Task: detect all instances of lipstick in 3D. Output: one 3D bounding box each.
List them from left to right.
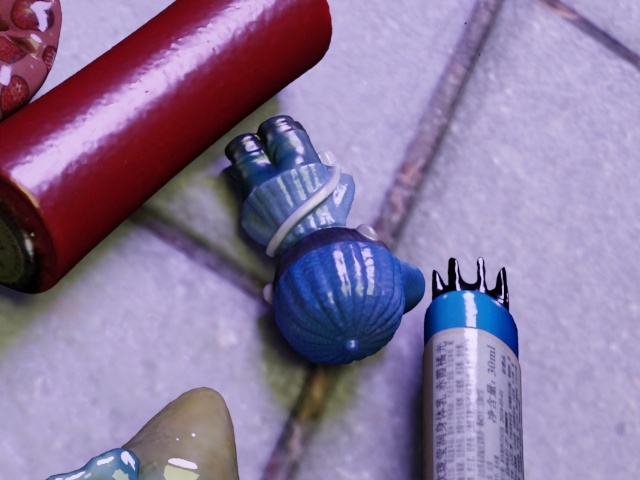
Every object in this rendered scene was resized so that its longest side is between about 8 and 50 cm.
[{"bbox_3d":[-0.087,-0.068,0.723,0.080,0.080,0.241,45,52,1],"label":"lipstick"}]

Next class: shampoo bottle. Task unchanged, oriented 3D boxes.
[{"bbox_3d":[0.077,0.094,0.722,0.050,0.087,0.183,-6,57,15],"label":"shampoo bottle"}]

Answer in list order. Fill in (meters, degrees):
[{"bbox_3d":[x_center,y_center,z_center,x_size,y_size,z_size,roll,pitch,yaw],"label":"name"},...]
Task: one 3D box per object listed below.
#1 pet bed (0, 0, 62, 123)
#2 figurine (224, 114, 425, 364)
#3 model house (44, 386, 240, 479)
[{"bbox_3d":[-0.221,-0.124,0.699,0.201,0.053,0.201,18,55,-26],"label":"pet bed"},{"bbox_3d":[-0.002,-0.002,0.737,0.077,0.079,0.136,-29,81,4],"label":"figurine"},{"bbox_3d":[-0.072,0.169,0.527,0.267,0.194,0.325,27,49,-13],"label":"model house"}]
